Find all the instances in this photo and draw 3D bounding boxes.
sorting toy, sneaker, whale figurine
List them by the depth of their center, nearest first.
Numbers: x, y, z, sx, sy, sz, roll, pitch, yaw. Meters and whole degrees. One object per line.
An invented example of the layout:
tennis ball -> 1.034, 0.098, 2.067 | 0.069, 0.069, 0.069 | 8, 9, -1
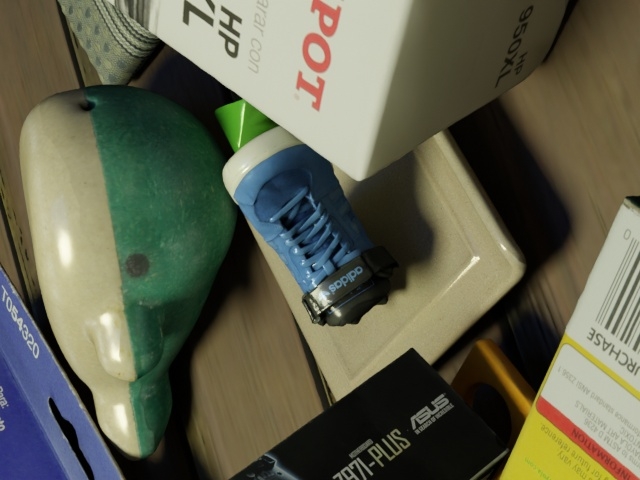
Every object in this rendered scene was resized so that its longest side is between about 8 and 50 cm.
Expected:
sneaker -> 0.001, -0.001, 0.732 | 0.058, 0.152, 0.084 | -33, 68, -2
sorting toy -> 0.038, -0.005, 0.819 | 0.196, 0.047, 0.348 | -52, 55, 43
whale figurine -> -0.124, 0.021, 0.959 | 0.216, 0.141, 0.272 | -117, 19, -55

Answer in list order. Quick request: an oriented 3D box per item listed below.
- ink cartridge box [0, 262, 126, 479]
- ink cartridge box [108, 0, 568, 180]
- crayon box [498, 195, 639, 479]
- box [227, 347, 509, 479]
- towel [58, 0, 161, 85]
ink cartridge box -> -0.238, 0.240, 1.091 | 0.324, 0.071, 0.330 | 52, 143, 33
ink cartridge box -> -0.048, -0.262, 0.680 | 0.395, 0.166, 0.285 | 37, 139, 22
crayon box -> 0.173, 0.163, 0.648 | 0.202, 0.081, 0.318 | 42, 122, 39
box -> 0.005, 0.163, 0.741 | 0.077, 0.147, 0.180 | 47, 151, 20
towel -> -0.139, -0.324, 1.000 | 0.312, 0.056, 0.324 | -48, 61, 43
